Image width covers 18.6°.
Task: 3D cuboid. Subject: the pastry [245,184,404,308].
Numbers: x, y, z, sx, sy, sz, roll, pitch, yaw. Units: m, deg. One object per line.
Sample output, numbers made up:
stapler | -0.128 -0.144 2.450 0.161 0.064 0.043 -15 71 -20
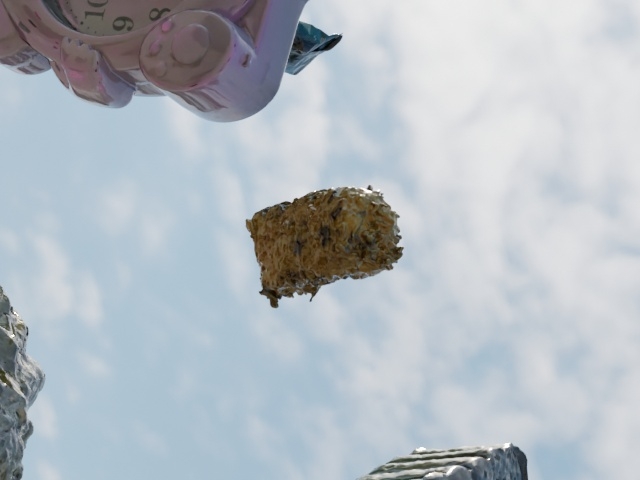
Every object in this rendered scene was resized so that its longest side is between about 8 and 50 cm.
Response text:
pastry | 0.000 0.000 1.400 0.140 0.056 0.080 -21 -116 45

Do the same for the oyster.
oyster | -0.239 0.106 1.416 0.072 0.209 0.132 -20 -71 23

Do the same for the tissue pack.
tissue pack | -0.046 -0.217 2.148 0.085 0.138 0.028 -35 -126 34

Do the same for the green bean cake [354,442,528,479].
green bean cake | 0.068 0.226 1.255 0.094 0.173 0.181 -2 -85 25

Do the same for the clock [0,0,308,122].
clock | -0.154 -0.259 1.744 0.322 0.113 0.295 9 -103 31
